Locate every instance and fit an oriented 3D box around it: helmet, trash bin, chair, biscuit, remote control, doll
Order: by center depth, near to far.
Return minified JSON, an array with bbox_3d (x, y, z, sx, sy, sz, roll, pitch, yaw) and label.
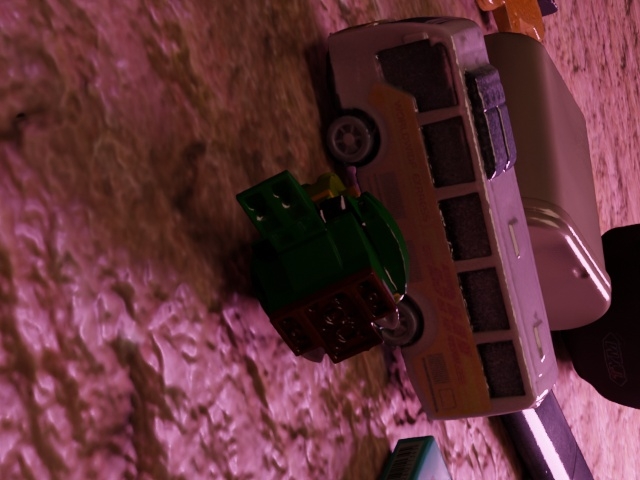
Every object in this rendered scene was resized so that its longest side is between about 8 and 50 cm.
[{"bbox_3d":[0.004,0.008,0.870,0.134,0.106,0.186,61,12,-5],"label":"doll"},{"bbox_3d":[0.221,-0.062,1.311,0.243,0.121,0.247,44,40,-49],"label":"trash bin"},{"bbox_3d":[0.250,0.231,1.328,0.377,0.044,0.107,61,37,-30],"label":"remote control"},{"bbox_3d":[0.215,-0.310,1.477,0.240,0.035,0.158,-7,84,-64],"label":"biscuit"},{"bbox_3d":[0.378,0.092,1.486,0.305,0.177,0.225,-33,117,-55],"label":"helmet"},{"bbox_3d":[0.288,-0.301,1.609,0.037,0.042,0.086,35,50,-49],"label":"chair"}]

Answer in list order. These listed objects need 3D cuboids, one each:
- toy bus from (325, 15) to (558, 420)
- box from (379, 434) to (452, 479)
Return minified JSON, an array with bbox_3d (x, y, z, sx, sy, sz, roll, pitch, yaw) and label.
[{"bbox_3d":[0.101,-0.020,1.032,0.097,0.138,0.343,-27,106,-60],"label":"toy bus"},{"bbox_3d":[0.070,0.284,0.960,0.161,0.042,0.226,67,29,-21],"label":"box"}]
